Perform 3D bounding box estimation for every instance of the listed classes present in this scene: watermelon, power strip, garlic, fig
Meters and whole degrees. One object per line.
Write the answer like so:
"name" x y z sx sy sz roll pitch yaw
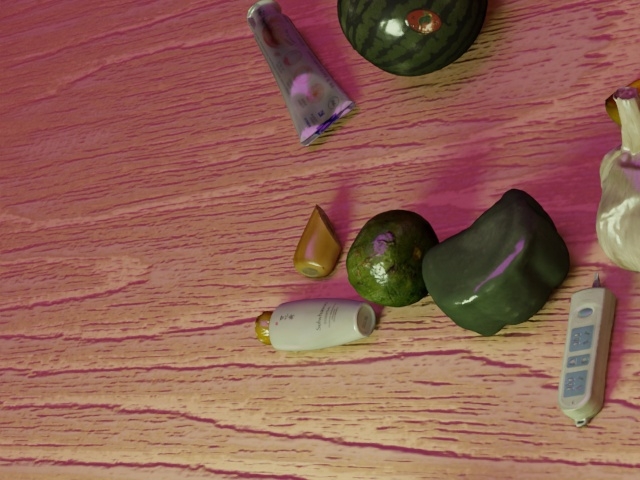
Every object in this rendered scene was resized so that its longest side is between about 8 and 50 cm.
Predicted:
"watermelon" 0.129 -0.332 2.169 0.212 0.212 0.212 -27 43 28
"power strip" 0.298 0.118 1.751 0.047 0.030 0.191 -14 50 38
"garlic" 0.372 -0.077 1.694 0.218 0.212 0.218 -30 35 24
"fig" 0.080 0.026 1.986 0.156 0.123 0.123 -9 52 56

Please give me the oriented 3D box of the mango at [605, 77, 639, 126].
"mango" 0.400 -0.165 1.852 0.101 0.066 0.187 -40 19 -21

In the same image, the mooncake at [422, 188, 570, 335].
"mooncake" 0.207 0.026 1.864 0.175 0.104 0.168 -9 56 44

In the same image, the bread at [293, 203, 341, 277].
"bread" 0.001 -0.001 2.142 0.062 0.049 0.103 2 62 47

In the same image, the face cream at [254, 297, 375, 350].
"face cream" -0.008 0.110 2.054 0.182 0.051 0.072 -7 58 43

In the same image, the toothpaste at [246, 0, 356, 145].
"toothpaste" -0.038 -0.264 2.401 0.100 0.066 0.323 -37 43 9
